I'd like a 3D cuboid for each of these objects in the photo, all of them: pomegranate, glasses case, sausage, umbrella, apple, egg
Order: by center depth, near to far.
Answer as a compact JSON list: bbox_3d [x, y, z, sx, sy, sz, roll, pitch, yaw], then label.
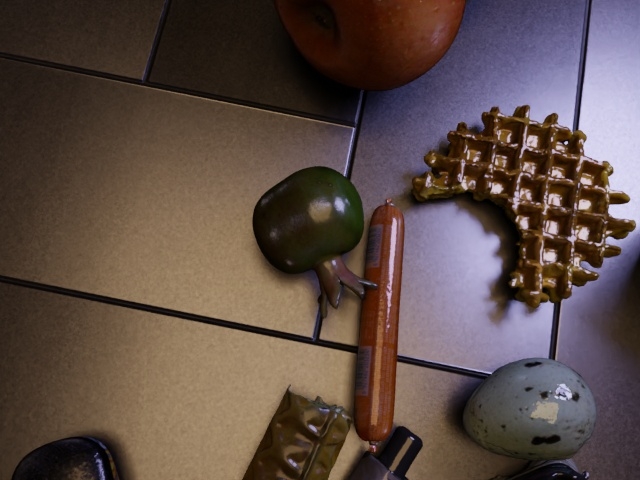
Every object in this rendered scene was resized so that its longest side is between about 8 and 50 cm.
[{"bbox_3d":[-0.285,0.402,0.702,0.122,0.082,0.320,-18,77,-7],"label":"glasses case"},{"bbox_3d":[0.025,0.385,0.723,0.067,0.073,0.337,44,74,-36],"label":"umbrella"},{"bbox_3d":[0.266,0.221,0.744,0.164,0.131,0.131,-23,79,4],"label":"egg"},{"bbox_3d":[0.000,0.000,0.782,0.152,0.131,0.191,-32,83,12],"label":"pomegranate"},{"bbox_3d":[0.081,0.105,0.791,0.053,0.053,0.347,6,72,-1],"label":"sausage"},{"bbox_3d":[0.059,-0.333,0.795,0.272,0.251,0.206,49,55,3],"label":"apple"}]

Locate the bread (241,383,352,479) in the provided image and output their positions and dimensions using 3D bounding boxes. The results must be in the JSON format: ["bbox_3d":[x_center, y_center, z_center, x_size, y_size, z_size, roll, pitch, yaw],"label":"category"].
[{"bbox_3d":[-0.052,0.322,0.728,0.087,0.098,0.269,13,73,44],"label":"bread"}]

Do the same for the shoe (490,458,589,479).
[{"bbox_3d":[0.269,0.332,0.732,0.169,0.099,0.071,-27,82,-7],"label":"shoe"}]

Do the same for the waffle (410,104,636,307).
[{"bbox_3d":[0.301,-0.064,0.844,0.260,0.069,0.293,-37,78,-12],"label":"waffle"}]
